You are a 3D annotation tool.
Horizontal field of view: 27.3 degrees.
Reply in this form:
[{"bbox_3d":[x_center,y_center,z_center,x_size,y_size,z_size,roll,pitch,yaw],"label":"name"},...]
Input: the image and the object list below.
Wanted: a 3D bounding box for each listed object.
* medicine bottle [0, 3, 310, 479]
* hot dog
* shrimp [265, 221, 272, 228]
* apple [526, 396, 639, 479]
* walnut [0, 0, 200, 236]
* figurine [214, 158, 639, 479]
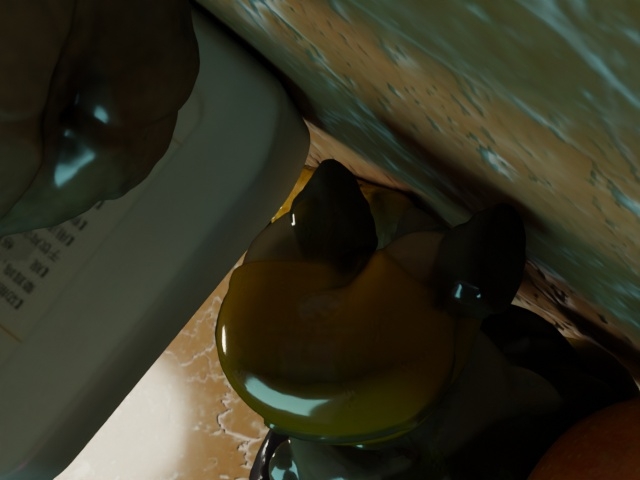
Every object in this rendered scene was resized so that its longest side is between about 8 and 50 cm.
[{"bbox_3d":[-0.165,0.015,0.665,0.179,0.324,0.124,38,175,14],"label":"medicine bottle"},{"bbox_3d":[0.014,-0.005,0.752,0.047,0.066,0.215,11,-177,-17],"label":"hot dog"},{"bbox_3d":[0.000,0.000,0.938,0.290,0.054,0.222,36,177,1],"label":"shrimp"},{"bbox_3d":[0.137,0.137,0.491,0.163,0.163,0.139,41,168,-27],"label":"apple"},{"bbox_3d":[-0.149,-0.099,0.447,0.230,0.178,0.178,48,-179,29],"label":"walnut"},{"bbox_3d":[0.042,0.085,0.602,0.192,0.167,0.257,-7,151,26],"label":"figurine"}]
